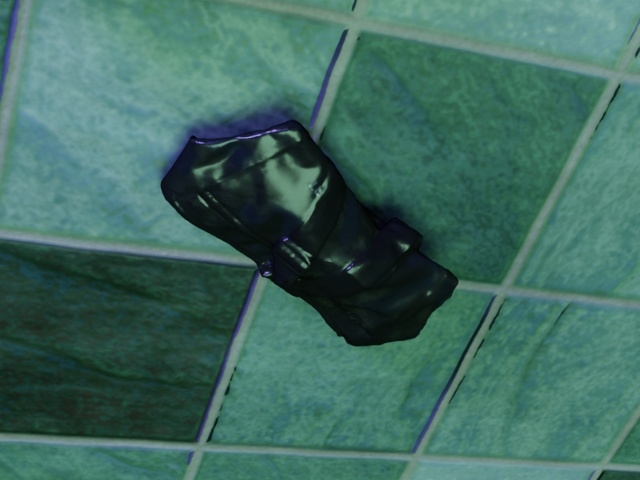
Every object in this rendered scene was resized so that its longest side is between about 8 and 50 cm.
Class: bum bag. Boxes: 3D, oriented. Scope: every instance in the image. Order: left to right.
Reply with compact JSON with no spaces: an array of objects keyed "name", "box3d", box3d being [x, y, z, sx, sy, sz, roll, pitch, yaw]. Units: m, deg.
[{"name":"bum bag","box3d":[0.000,0.000,0.964,0.137,0.074,0.310,-31,130,24]}]
